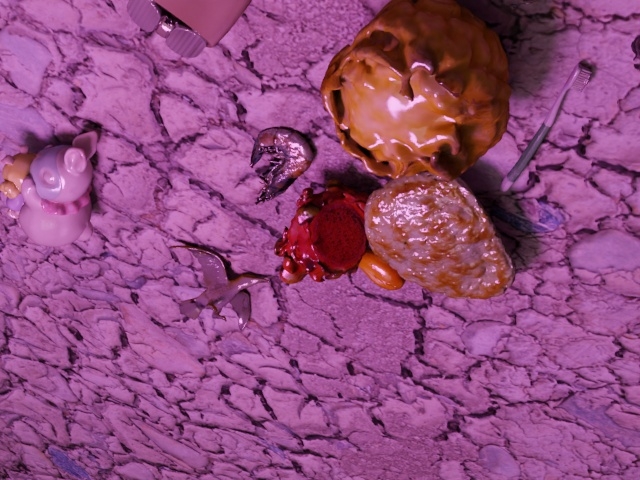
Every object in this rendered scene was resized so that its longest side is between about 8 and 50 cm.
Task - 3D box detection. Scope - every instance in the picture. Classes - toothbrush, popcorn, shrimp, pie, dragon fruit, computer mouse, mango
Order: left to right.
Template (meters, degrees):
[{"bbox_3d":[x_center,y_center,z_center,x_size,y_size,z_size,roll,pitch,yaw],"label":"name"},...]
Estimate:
[{"bbox_3d":[-0.166,-0.332,1.531,0.145,0.082,0.236,36,141,-14],"label":"computer mouse"},{"bbox_3d":[-0.070,-0.116,1.777,0.091,0.034,0.161,40,136,1],"label":"shrimp"},{"bbox_3d":[0.000,0.000,1.765,0.133,0.150,0.208,30,131,-16],"label":"dragon fruit"},{"bbox_3d":[0.094,0.045,1.854,0.089,0.046,0.060,27,144,6],"label":"mango"},{"bbox_3d":[0.126,-0.182,1.455,0.250,0.190,0.250,17,149,11],"label":"popcorn"},{"bbox_3d":[0.172,-0.010,1.705,0.201,0.090,0.248,-9,132,32],"label":"pie"},{"bbox_3d":[0.292,-0.142,1.542,0.024,0.018,0.257,21,142,-4],"label":"toothbrush"}]

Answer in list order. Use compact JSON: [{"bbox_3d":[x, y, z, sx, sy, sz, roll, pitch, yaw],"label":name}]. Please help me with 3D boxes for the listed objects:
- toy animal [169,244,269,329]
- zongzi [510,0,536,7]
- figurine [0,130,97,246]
[{"bbox_3d":[-0.161,0.100,2.028,0.155,0.095,0.219,0,137,36],"label":"toy animal"},{"bbox_3d":[0.205,-0.306,1.375,0.109,0.055,0.119,33,154,-11],"label":"zongzi"},{"bbox_3d":[-0.442,-0.104,1.935,0.155,0.127,0.235,31,138,10],"label":"figurine"}]
